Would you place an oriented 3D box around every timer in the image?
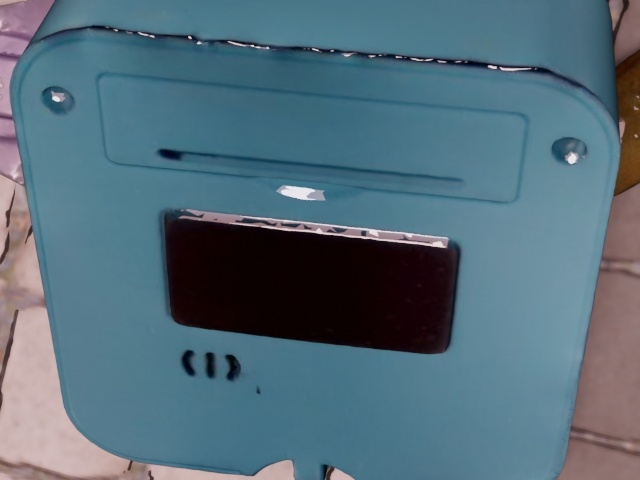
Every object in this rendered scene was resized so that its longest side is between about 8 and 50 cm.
[{"bbox_3d":[0.000,0.000,0.616,0.231,0.091,0.250,6,129,5],"label":"timer"}]

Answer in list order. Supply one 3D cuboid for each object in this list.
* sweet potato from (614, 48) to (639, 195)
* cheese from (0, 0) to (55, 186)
[{"bbox_3d":[0.084,-0.053,0.645,0.233,0.062,0.081,-4,88,4],"label":"sweet potato"},{"bbox_3d":[-0.214,-0.082,0.685,0.190,0.042,0.105,11,95,5],"label":"cheese"}]
